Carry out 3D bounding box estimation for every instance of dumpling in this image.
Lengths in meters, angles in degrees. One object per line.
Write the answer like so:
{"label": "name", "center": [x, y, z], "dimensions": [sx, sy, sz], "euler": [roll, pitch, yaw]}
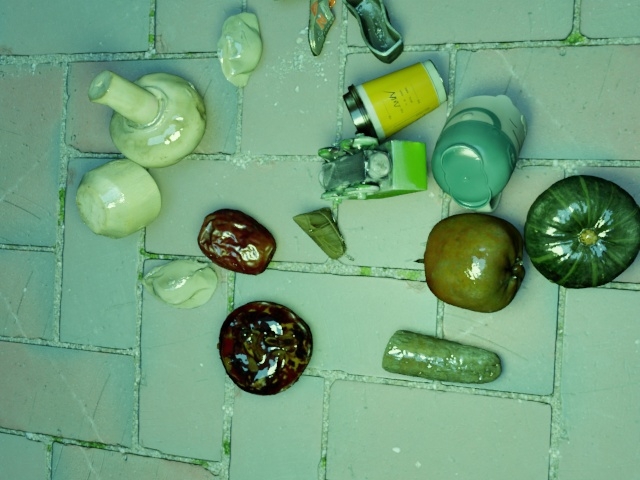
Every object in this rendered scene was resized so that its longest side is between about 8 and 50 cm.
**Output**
{"label": "dumpling", "center": [-0.450, 0.153, 1.981], "dimensions": [0.247, 0.142, 0.173], "euler": [-8, 123, 9]}
{"label": "dumpling", "center": [-0.259, -0.598, 1.903], "dimensions": [0.124, 0.151, 0.229], "euler": [12, 94, 42]}

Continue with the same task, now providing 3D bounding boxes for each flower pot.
{"label": "flower pot", "center": [0.162, -0.635, 1.804], "dimensions": [0.103, 0.108, 0.229], "euler": [-29, 84, 14]}

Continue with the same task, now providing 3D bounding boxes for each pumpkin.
{"label": "pumpkin", "center": [0.684, -0.021, 1.615], "dimensions": [0.300, 0.207, 0.300], "euler": [1, 101, 6]}

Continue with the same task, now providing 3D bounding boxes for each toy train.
{"label": "toy train", "center": [0.136, -0.195, 1.721], "dimensions": [0.248, 0.307, 0.174], "euler": [-2, 88, -30]}

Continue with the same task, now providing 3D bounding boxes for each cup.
{"label": "cup", "center": [0.429, -0.214, 1.652], "dimensions": [0.219, 0.258, 0.290], "euler": [-1, 130, 32]}
{"label": "cup", "center": [0.210, -0.399, 1.759], "dimensions": [0.279, 0.196, 0.196], "euler": [-26, 83, 6]}

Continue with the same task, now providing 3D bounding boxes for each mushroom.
{"label": "mushroom", "center": [-0.541, -0.379, 1.915], "dimensions": [0.355, 0.315, 0.315], "euler": [2, 91, -23]}

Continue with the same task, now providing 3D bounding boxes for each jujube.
{"label": "jujube", "center": [-0.260, 0.005, 1.897], "dimensions": [0.243, 0.183, 0.183], "euler": [26, 97, 6]}

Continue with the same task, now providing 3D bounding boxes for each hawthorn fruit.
{"label": "hawthorn fruit", "center": [0.396, 0.052, 1.671], "dimensions": [0.300, 0.267, 0.268], "euler": [8, 92, 31]}

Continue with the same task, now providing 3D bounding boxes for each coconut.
{"label": "coconut", "center": [-0.636, -0.136, 1.969], "dimensions": [0.244, 0.247, 0.245], "euler": [17, 120, 31]}

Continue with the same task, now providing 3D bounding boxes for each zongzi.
{"label": "zongzi", "center": [0.000, 0.000, 1.815], "dimensions": [0.081, 0.178, 0.189], "euler": [-29, 83, 32]}

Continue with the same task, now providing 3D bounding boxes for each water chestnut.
{"label": "water chestnut", "center": [-0.175, 0.315, 1.817], "dimensions": [0.299, 0.300, 0.300], "euler": [0, 90, 15]}

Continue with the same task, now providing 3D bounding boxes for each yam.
{"label": "yam", "center": [0.347, 0.336, 1.748], "dimensions": [0.330, 0.133, 0.133], "euler": [7, 92, 11]}

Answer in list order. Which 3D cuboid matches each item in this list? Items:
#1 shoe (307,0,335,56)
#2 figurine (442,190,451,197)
{"label": "shoe", "center": [0.006, -0.660, 1.868], "dimensions": [0.077, 0.074, 0.195], "euler": [3, 89, 10]}
{"label": "figurine", "center": [0.394, -0.148, 1.771], "dimensions": [0.083, 0.050, 0.047], "euler": [-16, 91, 15]}
